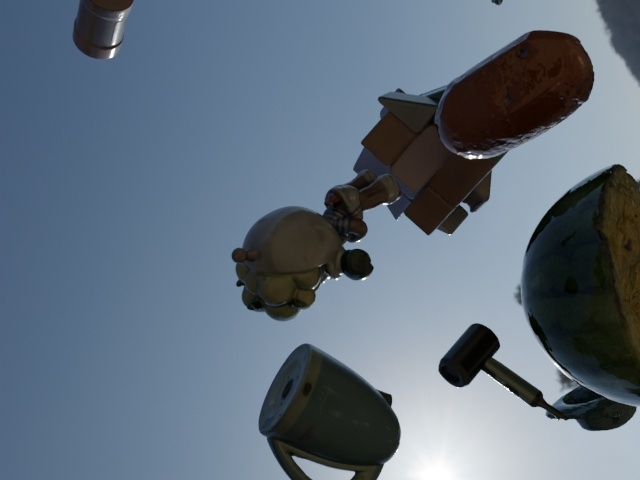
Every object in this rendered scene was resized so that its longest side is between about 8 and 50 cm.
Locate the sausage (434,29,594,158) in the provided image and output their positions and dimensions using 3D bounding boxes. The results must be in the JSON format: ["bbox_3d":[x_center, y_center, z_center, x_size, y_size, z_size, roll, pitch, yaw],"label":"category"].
[{"bbox_3d":[0.308,-0.231,1.008,0.141,0.268,0.153,-5,-110,-54],"label":"sausage"}]

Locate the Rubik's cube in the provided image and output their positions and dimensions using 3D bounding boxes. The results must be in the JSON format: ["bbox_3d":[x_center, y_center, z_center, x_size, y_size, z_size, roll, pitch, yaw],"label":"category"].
[{"bbox_3d":[0.297,-0.236,1.554,0.358,0.368,0.387,41,-112,5],"label":"Rubik's cube"}]

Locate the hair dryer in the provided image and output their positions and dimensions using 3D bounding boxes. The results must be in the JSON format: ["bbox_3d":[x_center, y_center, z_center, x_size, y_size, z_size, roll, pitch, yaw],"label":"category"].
[{"bbox_3d":[0.286,0.217,0.942,0.100,0.197,0.057,-42,-28,-31],"label":"hair dryer"}]

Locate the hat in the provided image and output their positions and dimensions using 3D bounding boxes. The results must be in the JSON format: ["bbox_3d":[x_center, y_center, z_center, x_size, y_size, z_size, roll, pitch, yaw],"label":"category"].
[{"bbox_3d":[0.474,0.276,1.032,0.190,0.138,0.078,-27,-96,-16],"label":"hat"}]

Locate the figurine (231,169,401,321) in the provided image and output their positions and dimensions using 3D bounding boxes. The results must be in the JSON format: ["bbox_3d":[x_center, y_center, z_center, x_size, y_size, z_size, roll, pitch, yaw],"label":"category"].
[{"bbox_3d":[0.000,0.001,0.594,0.197,0.147,0.094,-28,-61,-35],"label":"figurine"}]

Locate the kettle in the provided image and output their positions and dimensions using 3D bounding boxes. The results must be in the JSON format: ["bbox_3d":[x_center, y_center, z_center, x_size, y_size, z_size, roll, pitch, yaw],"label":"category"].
[{"bbox_3d":[0.033,0.476,1.533,0.342,0.247,0.320,32,-113,-12],"label":"kettle"}]

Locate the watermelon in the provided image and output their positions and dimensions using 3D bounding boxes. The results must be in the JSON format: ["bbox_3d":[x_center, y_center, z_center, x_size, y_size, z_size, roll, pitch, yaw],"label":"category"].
[{"bbox_3d":[0.379,0.069,0.867,0.330,0.189,0.331,31,-132,-42],"label":"watermelon"}]

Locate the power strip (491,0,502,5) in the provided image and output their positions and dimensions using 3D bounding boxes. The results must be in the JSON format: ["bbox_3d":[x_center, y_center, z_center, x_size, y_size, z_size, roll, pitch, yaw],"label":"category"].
[{"bbox_3d":[0.198,-0.322,0.592,0.253,0.167,0.054,58,-139,-63],"label":"power strip"}]

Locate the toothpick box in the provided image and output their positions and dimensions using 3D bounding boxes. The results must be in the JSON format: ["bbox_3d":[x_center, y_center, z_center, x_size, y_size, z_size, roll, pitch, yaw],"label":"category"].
[{"bbox_3d":[-0.438,-0.449,1.236,0.098,0.149,0.099,12,-118,-24],"label":"toothpick box"}]
